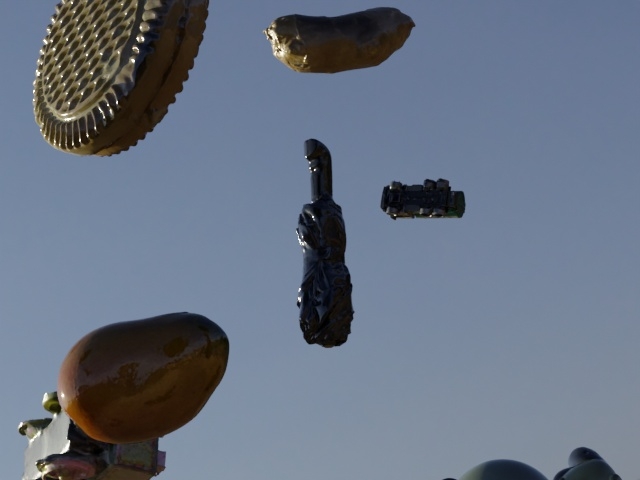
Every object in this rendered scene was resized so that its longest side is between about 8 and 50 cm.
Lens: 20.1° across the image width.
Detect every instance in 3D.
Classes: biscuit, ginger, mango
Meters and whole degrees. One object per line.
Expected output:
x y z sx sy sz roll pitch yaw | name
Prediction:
-0.205 -0.199 1.827 0.079 0.259 0.259 24 -45 -36 | biscuit
0.027 -0.243 2.187 0.190 0.095 0.069 -6 -37 -12 | ginger
-0.215 0.170 2.219 0.221 0.151 0.120 -11 -10 10 | mango

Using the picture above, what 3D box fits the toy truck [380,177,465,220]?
0.109 -0.040 1.904 0.083 0.039 0.044 0 -18 25 | toy truck

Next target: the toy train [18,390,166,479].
-0.336 0.307 2.585 0.177 0.134 0.261 15 -32 -22 | toy train

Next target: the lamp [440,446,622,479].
0.271 0.363 2.307 0.244 0.197 0.197 -20 -17 -11 | lamp

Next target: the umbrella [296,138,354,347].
0.007 0.001 2.098 0.071 0.248 0.071 1 -16 0 | umbrella
